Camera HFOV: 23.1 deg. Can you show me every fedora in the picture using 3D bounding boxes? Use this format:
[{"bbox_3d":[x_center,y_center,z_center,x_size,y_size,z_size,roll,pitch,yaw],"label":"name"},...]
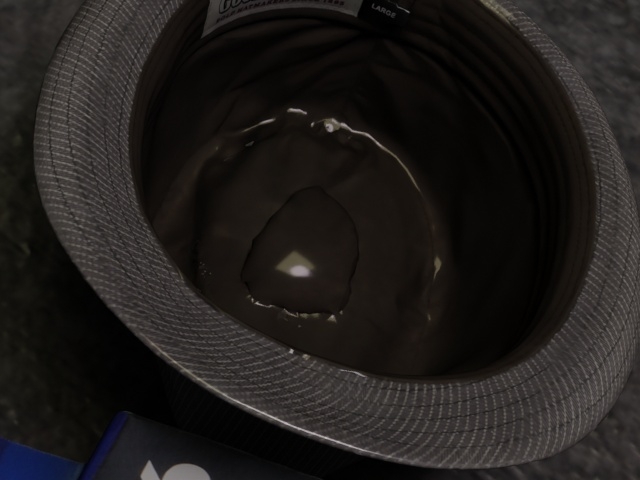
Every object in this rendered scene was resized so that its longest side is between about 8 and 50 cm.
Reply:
[{"bbox_3d":[0.000,0.000,0.624,0.244,0.124,0.275,16,48,-11],"label":"fedora"}]

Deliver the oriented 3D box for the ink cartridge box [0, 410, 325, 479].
[{"bbox_3d":[-0.008,0.163,0.498,0.333,0.065,0.165,16,55,15],"label":"ink cartridge box"}]
